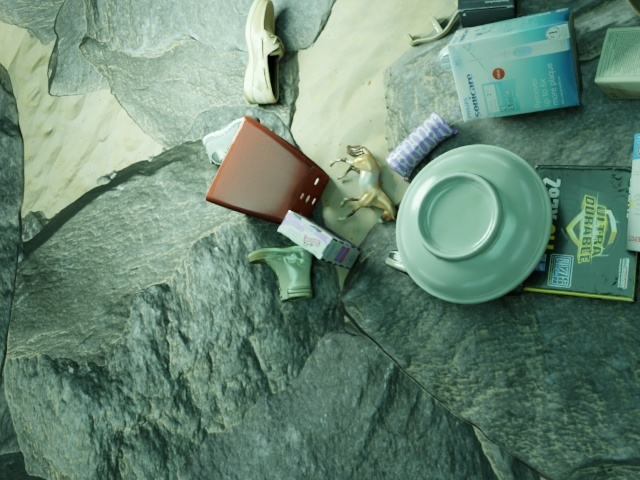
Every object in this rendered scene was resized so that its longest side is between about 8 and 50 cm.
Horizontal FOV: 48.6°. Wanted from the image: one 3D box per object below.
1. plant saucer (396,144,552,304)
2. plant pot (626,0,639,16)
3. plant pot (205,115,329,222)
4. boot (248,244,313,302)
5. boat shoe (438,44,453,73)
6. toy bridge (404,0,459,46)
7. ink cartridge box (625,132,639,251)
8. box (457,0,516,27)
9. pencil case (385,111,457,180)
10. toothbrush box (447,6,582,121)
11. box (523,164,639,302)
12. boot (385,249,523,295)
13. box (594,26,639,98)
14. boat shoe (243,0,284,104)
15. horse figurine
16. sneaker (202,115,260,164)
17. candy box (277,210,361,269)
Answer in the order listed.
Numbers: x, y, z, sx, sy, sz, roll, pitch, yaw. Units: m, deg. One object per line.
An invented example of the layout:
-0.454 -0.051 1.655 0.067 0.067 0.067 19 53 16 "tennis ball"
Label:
0.345 -0.050 1.707 0.400 0.100 0.400 -9 74 31 "plant saucer"
0.876 -0.652 1.655 0.263 0.263 0.229 35 79 29 "plant pot"
-0.131 -0.171 2.074 0.236 0.267 0.267 27 93 17 "plant pot"
-0.120 0.103 2.103 0.213 0.077 0.165 -6 79 24 "boot"
0.472 -0.518 1.915 0.302 0.109 0.094 -1 52 25 "boat shoe"
0.336 -0.614 2.034 0.188 0.026 0.063 -31 70 19 "toy bridge"
0.802 -0.098 1.529 0.197 0.198 0.270 4 93 -1 "ink cartridge box"
0.457 -0.698 1.929 0.153 0.108 0.207 3 81 19 "box"
0.274 -0.260 1.965 0.088 0.086 0.206 44 106 -8 "pencil case"
0.495 -0.441 1.800 0.295 0.126 0.216 -3 121 27 "toothbrush box"
0.642 -0.020 1.727 0.257 0.079 0.322 5 82 30 "box"
0.361 -0.020 1.827 0.377 0.138 0.284 9 83 41 "boot"
0.821 -0.412 1.643 0.311 0.121 0.148 14 86 43 "box"
-0.166 -0.601 2.251 0.110 0.121 0.341 4 92 24 "boat shoe"
0.119 -0.166 2.038 0.174 0.066 0.263 -14 76 31 "horse figurine"
-0.272 -0.302 2.268 0.228 0.086 0.132 -20 76 34 "sneaker"
0.000 0.000 1.991 0.165 0.196 0.070 34 97 28 "candy box"
